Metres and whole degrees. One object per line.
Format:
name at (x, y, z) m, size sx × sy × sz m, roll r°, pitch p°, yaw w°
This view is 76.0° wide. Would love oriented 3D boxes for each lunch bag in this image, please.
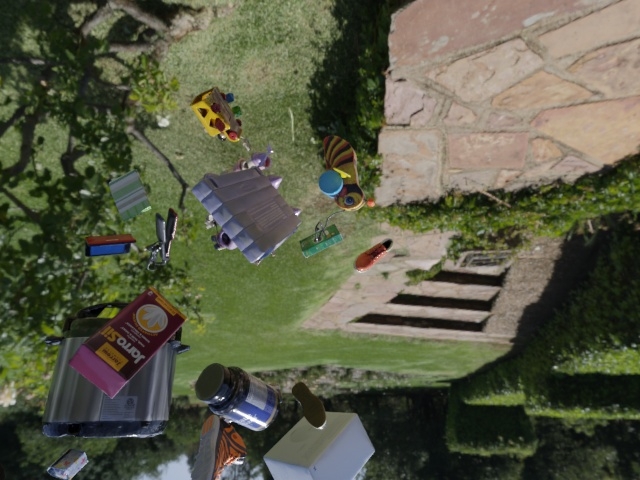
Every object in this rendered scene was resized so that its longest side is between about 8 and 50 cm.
lunch bag at (-0.735, 0.643, 1.185) m, size 0.083 × 0.053 × 0.071 m, roll -1°, pitch -161°, yaw 22°

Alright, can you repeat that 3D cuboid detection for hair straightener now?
hair straightener at (-0.462, 0.009, 1.155) m, size 0.089 × 0.047 × 0.230 m, roll -27°, pitch 157°, yaw -45°

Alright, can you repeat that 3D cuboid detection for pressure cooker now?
pressure cooker at (-0.657, 0.412, 1.345) m, size 0.375 × 0.421 × 0.370 m, roll -7°, pitch 158°, yaw 17°

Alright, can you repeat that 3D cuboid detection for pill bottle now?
pill bottle at (-0.213, 0.403, 1.064) m, size 0.122 × 0.123 × 0.219 m, roll -14°, pitch 138°, yaw 30°

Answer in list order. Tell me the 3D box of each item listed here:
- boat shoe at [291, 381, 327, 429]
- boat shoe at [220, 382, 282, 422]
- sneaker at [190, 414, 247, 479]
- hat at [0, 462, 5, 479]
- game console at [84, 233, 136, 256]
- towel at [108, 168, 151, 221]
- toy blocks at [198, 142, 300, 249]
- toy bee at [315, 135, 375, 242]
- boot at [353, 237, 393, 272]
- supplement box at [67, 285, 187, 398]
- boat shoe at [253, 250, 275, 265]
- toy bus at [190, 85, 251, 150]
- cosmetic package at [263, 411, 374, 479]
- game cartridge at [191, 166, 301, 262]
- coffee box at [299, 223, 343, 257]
boat shoe at (-0.021, 0.419, 1.037) m, size 0.056 × 0.152 × 0.049 m, roll -36°, pitch 123°, yaw -8°
boat shoe at (-0.282, 0.681, 1.671) m, size 0.285 × 0.092 × 0.103 m, roll -30°, pitch 146°, yaw 5°
sneaker at (-0.355, 0.808, 1.492) m, size 0.124 × 0.321 × 0.180 m, roll -38°, pitch 117°, yaw 22°
hat at (-0.869, 0.553, 0.845) m, size 0.134 × 0.331 × 0.331 m, roll -41°, pitch 145°, yaw 12°
game console at (-0.705, 0.027, 1.377) m, size 0.143 × 0.085 × 0.124 m, roll -6°, pitch -161°, yaw -35°
towel at (-0.645, -0.153, 1.391) m, size 0.113 × 0.152 × 0.023 m, roll -27°, pitch 169°, yaw 4°
toy blocks at (-0.226, -0.158, 1.431) m, size 0.260 × 0.289 × 0.308 m, roll -15°, pitch -171°, yaw 40°
toy bee at (0.082, -0.151, 1.202) m, size 0.162 × 0.299 × 0.195 m, roll 4°, pitch -160°, yaw 13°
boot at (0.175, 0.045, 1.343) m, size 0.157 × 0.059 × 0.085 m, roll -36°, pitch 173°, yaw -28°
supplement box at (-0.362, 0.189, 0.791) m, size 0.104 × 0.188 × 0.081 m, roll 44°, pitch 120°, yaw -6°
boat shoe at (-0.266, 0.037, 2.158) m, size 0.257 × 0.095 × 0.095 m, roll -37°, pitch 103°, yaw 17°
toy bus at (-0.332, -0.388, 1.331) m, size 0.104 × 0.202 × 0.191 m, roll -17°, pitch 173°, yaw 17°
cosmetic package at (-0.003, 0.634, 1.216) m, size 0.224 × 0.138 × 0.224 m, roll -29°, pitch -176°, yaw -42°
game cartridge at (-0.175, -0.080, 1.097) m, size 0.068 × 0.230 × 0.355 m, roll -33°, pitch -175°, yaw 18°
coffee box at (0.000, 0.000, 1.817) m, size 0.184 × 0.113 × 0.041 m, roll -27°, pitch 119°, yaw 1°
